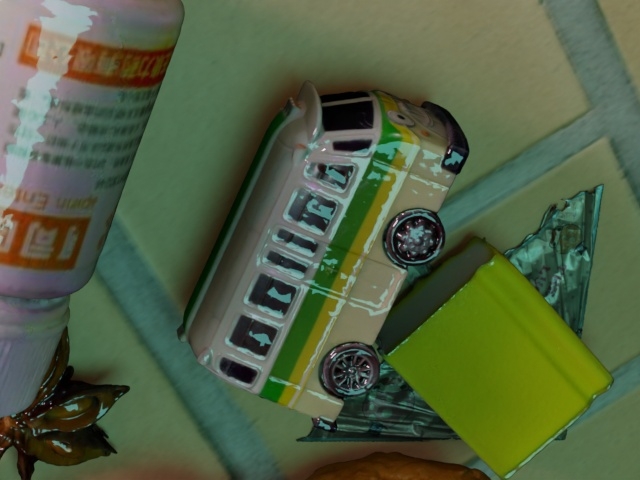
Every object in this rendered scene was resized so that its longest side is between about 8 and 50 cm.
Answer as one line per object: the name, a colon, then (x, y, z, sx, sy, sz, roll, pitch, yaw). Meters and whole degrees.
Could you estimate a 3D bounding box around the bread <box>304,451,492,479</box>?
bread: (0.060, 0.320, 1.887, 0.268, 0.268, 0.146, -14, 128, -11)

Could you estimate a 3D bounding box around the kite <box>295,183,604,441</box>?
kite: (0.151, 0.096, 1.941, 0.406, 0.014, 0.368, -41, 119, 3)

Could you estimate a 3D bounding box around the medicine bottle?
medicine bottle: (-0.276, -0.061, 1.624, 0.219, 0.219, 0.388, 16, 108, -23)

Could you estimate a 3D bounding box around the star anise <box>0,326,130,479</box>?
star anise: (-0.256, 0.171, 1.825, 0.157, 0.053, 0.212, 13, 107, -22)

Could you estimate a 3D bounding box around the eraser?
eraser: (0.173, 0.118, 1.910, 0.158, 0.069, 0.226, -42, 118, 1)

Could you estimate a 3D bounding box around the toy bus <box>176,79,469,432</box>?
toy bus: (0.000, 0.000, 1.777, 0.179, 0.143, 0.305, 21, 108, -15)
